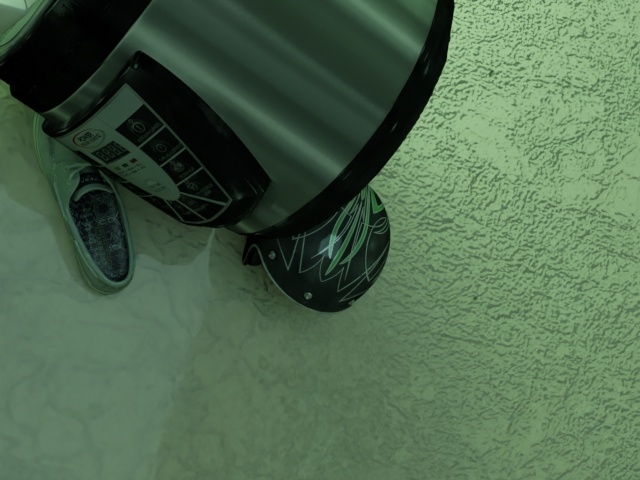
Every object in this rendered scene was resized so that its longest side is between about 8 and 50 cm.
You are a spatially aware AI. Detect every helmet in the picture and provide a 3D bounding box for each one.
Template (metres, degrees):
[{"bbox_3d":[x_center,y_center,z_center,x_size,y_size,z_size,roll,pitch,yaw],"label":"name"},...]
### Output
[{"bbox_3d":[0.000,0.000,1.205,0.169,0.161,0.169,2,84,-22],"label":"helmet"}]

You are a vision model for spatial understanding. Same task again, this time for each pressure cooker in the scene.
[{"bbox_3d":[-0.130,-0.240,1.050,0.420,0.375,0.370,33,105,-27],"label":"pressure cooker"}]

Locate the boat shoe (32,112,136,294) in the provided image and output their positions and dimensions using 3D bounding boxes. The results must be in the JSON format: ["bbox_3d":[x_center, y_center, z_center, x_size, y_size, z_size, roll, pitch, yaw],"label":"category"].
[{"bbox_3d":[-0.247,-0.053,1.153,0.079,0.081,0.227,-18,92,-23],"label":"boat shoe"}]

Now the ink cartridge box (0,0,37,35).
[{"bbox_3d":[-0.369,-0.250,0.922,0.119,0.353,0.207,3,69,-49],"label":"ink cartridge box"}]
